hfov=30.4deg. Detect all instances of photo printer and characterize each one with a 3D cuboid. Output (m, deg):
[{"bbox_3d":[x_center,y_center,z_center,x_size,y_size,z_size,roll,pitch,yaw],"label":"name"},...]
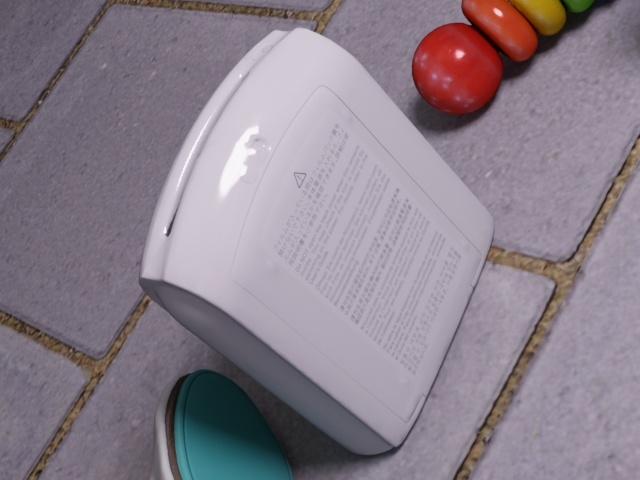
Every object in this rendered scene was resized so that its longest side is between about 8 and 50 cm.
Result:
[{"bbox_3d":[0.000,0.000,0.962,0.107,0.307,0.256,6,63,44],"label":"photo printer"}]

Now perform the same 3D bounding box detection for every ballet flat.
[{"bbox_3d":[-0.073,0.268,0.960,0.139,0.139,0.400,-41,41,6],"label":"ballet flat"}]

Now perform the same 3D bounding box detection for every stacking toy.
[{"bbox_3d":[0.218,-0.255,1.139,0.330,0.141,0.141,-47,39,10],"label":"stacking toy"}]
